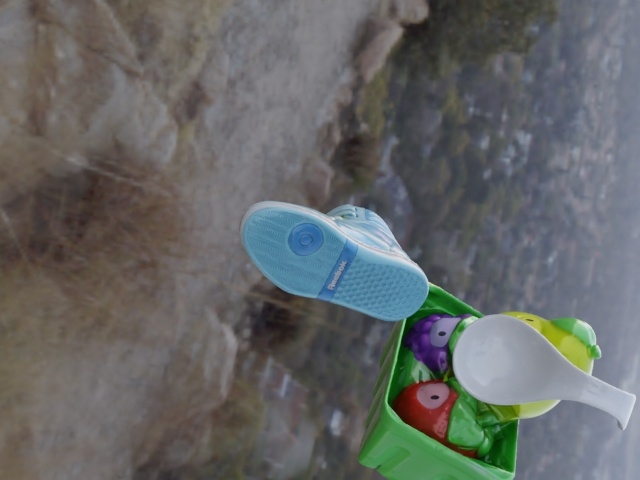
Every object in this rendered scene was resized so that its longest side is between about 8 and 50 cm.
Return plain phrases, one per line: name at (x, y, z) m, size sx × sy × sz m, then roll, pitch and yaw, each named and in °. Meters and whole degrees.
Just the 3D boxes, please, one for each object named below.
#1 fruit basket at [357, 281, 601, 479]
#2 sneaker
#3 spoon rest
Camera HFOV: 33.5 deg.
fruit basket at (0.259, 0.218, 1.766) m, size 0.392 × 0.283 × 0.392 m, roll -57°, pitch -171°, yaw 14°
sneaker at (0.000, 0.000, 1.622) m, size 0.127 × 0.319 × 0.208 m, roll -54°, pitch -152°, yaw 16°
spoon rest at (0.332, 0.201, 1.582) m, size 0.084 × 0.276 × 0.137 m, roll 61°, pitch 50°, yaw -72°
